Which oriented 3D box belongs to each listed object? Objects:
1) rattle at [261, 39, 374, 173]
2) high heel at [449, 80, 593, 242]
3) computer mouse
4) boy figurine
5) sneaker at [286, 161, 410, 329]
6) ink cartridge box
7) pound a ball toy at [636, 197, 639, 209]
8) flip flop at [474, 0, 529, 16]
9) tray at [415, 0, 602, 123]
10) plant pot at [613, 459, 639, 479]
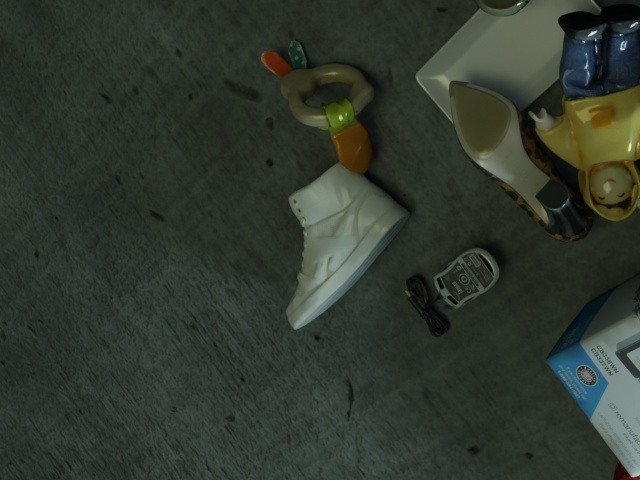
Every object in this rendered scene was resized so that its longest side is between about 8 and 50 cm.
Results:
[{"bbox_3d":[0.000,-0.212,1.547,0.199,0.130,0.143,27,168,37],"label":"rattle"},{"bbox_3d":[0.274,-0.106,1.385,0.093,0.186,0.261,-40,62,9],"label":"high heel"},{"bbox_3d":[0.214,0.069,1.541,0.193,0.042,0.106,-39,82,44],"label":"computer mouse"},{"bbox_3d":[0.361,-0.155,1.286,0.177,0.092,0.285,-7,117,4],"label":"boy figurine"},{"bbox_3d":[0.000,0.000,1.618,0.169,0.108,0.292,45,118,11],"label":"sneaker"},{"bbox_3d":[0.481,0.136,1.289,0.270,0.197,0.198,-38,88,38],"label":"ink cartridge box"},{"bbox_3d":[0.568,-0.109,1.185,0.319,0.136,0.208,7,81,35],"label":"pound a ball toy"},{"bbox_3d":[0.250,-0.423,1.249,0.112,0.080,0.277,23,105,26],"label":"flip flop"},{"bbox_3d":[0.263,-0.260,1.366,0.145,0.030,0.270,50,128,4],"label":"tray"},{"bbox_3d":[0.502,0.360,1.394,0.191,0.174,0.191,12,115,28],"label":"plant pot"}]
